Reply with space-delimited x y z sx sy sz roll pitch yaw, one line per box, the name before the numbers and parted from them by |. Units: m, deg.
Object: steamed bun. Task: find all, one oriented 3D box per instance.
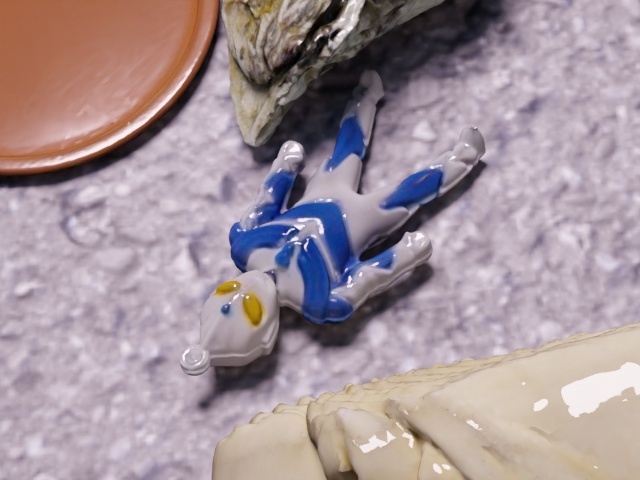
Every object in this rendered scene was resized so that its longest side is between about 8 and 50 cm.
steamed bun | 0.103 0.153 0.915 0.289 0.276 0.203 -14 86 15

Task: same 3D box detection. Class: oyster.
oyster | 0.039 -0.213 1.174 0.162 0.158 0.351 10 64 57

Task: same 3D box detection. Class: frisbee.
frisbee | -0.189 -0.151 1.216 0.251 0.021 0.250 -1 64 3

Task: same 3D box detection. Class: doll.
doll | 0.000 0.000 1.109 0.114 0.057 0.227 34 69 14
